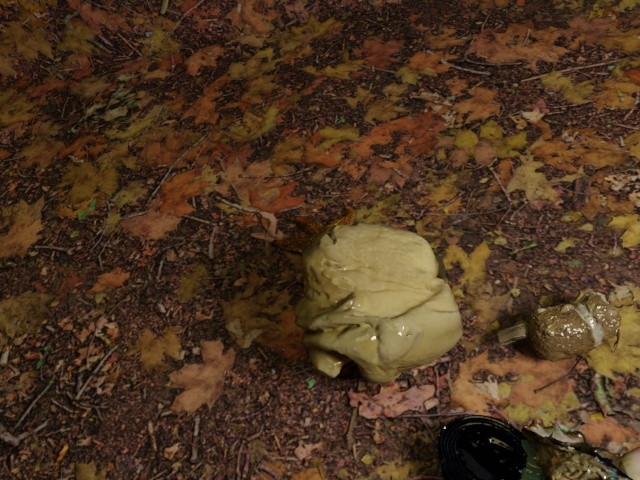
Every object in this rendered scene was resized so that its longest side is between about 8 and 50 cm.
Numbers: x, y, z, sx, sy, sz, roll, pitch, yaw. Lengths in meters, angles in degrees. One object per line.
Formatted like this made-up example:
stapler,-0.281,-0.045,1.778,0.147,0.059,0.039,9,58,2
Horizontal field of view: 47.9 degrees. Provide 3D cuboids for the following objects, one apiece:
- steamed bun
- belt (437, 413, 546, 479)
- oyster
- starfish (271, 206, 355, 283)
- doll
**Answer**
steamed bun,0.102,0.127,1.384,0.325,0.230,0.372,5,36,-19
belt,0.287,0.379,1.193,0.151,0.078,0.198,-32,44,-18
oyster,0.420,0.337,1.095,0.260,0.198,0.092,3,80,65
starfish,-0.001,-0.001,1.668,0.227,0.043,0.240,23,56,33
doll,0.439,0.161,1.320,0.221,0.105,0.114,-10,71,0
